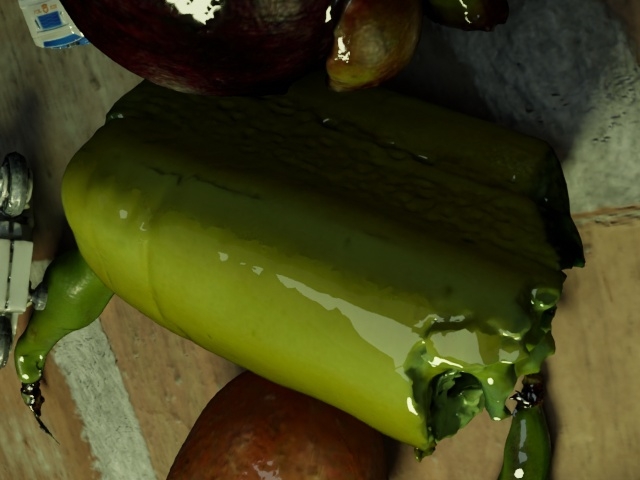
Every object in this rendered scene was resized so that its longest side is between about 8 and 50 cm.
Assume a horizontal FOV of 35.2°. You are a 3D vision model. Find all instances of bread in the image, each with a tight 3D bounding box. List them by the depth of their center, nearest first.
[{"bbox_3d":[0.000,0.000,0.757,0.377,0.251,0.208,24,134,19],"label":"bread"}]

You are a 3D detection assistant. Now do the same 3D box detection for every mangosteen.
[{"bbox_3d":[-0.025,-0.237,0.667,0.347,0.307,0.306,18,118,-3],"label":"mangosteen"}]

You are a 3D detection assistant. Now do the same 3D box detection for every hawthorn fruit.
[{"bbox_3d":[-0.025,0.187,0.877,0.199,0.199,0.251,23,105,23],"label":"hawthorn fruit"}]

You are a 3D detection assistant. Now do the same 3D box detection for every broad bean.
[{"bbox_3d":[0.158,0.248,0.864,0.060,0.043,0.297,29,119,32],"label":"broad bean"},{"bbox_3d":[-0.252,0.073,1.040,0.098,0.056,0.318,38,126,14],"label":"broad bean"}]

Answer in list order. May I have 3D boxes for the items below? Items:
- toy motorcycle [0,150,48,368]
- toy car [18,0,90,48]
[{"bbox_3d":[-0.330,0.017,1.032,0.151,0.074,0.228,24,109,59],"label":"toy motorcycle"},{"bbox_3d":[-0.247,-0.258,0.908,0.080,0.070,0.170,-4,105,33],"label":"toy car"}]
